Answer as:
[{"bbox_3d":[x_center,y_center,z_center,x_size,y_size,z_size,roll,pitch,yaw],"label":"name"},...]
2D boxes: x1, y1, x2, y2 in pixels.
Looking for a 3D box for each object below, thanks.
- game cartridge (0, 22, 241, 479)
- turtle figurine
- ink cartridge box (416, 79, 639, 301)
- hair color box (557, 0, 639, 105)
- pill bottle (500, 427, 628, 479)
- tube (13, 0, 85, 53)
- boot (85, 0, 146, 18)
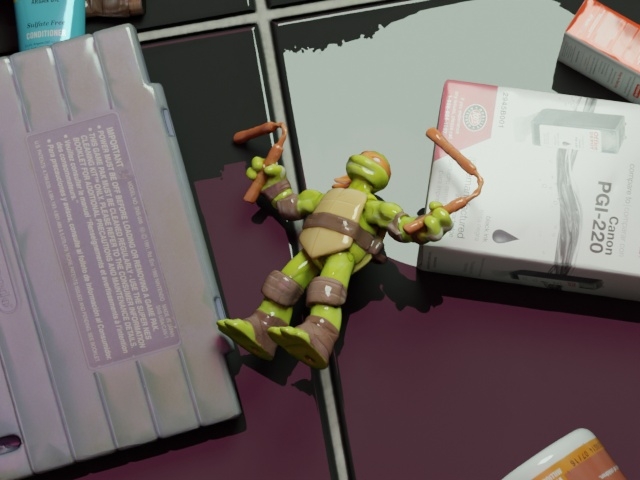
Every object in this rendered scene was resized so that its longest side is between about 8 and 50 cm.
[{"bbox_3d":[-0.216,0.010,1.521,0.230,0.068,0.355,-15,88,-7],"label":"game cartridge"},{"bbox_3d":[0.000,0.000,1.505,0.269,0.087,0.217,15,65,35],"label":"turtle figurine"},{"bbox_3d":[0.203,-0.042,1.534,0.218,0.092,0.158,8,76,2],"label":"ink cartridge box"},{"bbox_3d":[0.284,-0.154,1.571,0.141,0.072,0.043,32,78,9],"label":"hair color box"},{"bbox_3d":[0.231,0.271,1.432,0.121,0.121,0.216,-34,76,-7],"label":"pill bottle"},{"bbox_3d":[-0.243,-0.181,1.593,0.080,0.052,0.207,-4,82,3],"label":"tube"},{"bbox_3d":[-0.221,-0.251,1.635,0.114,0.037,0.106,-5,73,5],"label":"boot"}]
